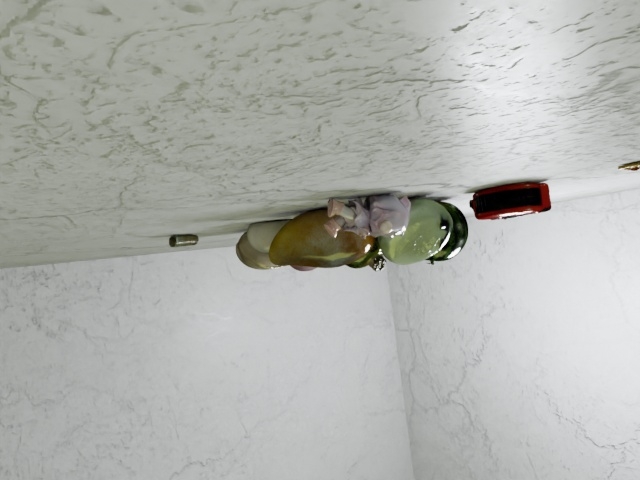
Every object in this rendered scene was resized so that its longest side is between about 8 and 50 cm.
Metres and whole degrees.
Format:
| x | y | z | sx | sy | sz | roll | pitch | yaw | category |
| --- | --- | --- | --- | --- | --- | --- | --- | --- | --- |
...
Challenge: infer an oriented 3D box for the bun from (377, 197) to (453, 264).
| x | y | z | sx | sy | sz | roll | pitch | yaw | category |
| --- | --- | --- | --- | --- | --- | --- | --- | --- | --- |
| 0.326 | -0.052 | 1.556 | 0.282 | 0.179 | 0.283 | -10 | 137 | -9 | bun |

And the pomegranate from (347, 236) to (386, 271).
| x | y | z | sx | sy | sz | roll | pitch | yaw | category |
| --- | --- | --- | --- | --- | --- | --- | --- | --- | --- |
| 0.163 | 0.001 | 1.696 | 0.254 | 0.271 | 0.254 | -33 | 157 | -16 | pomegranate |

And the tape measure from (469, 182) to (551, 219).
| x | y | z | sx | sy | sz | roll | pitch | yaw | category |
| --- | --- | --- | --- | --- | --- | --- | --- | --- | --- |
| 0.675 | -0.135 | 1.569 | 0.260 | 0.114 | 0.253 | -6 | 177 | -32 | tape measure |

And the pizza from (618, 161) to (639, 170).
| x | y | z | sx | sy | sz | roll | pitch | yaw | category |
| --- | --- | --- | --- | --- | --- | --- | --- | --- | --- |
| 0.968 | -0.225 | 1.321 | 0.078 | 0.025 | 0.083 | -3 | 175 | -37 | pizza |

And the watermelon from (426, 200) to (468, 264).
| x | y | z | sx | sy | sz | roll | pitch | yaw | category |
| --- | --- | --- | --- | --- | --- | --- | --- | --- | --- |
| 0.467 | -0.035 | 1.761 | 0.268 | 0.269 | 0.269 | -7 | 178 | 0 | watermelon |

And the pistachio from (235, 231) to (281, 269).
| x | y | z | sx | sy | sz | roll | pitch | yaw | category |
| --- | --- | --- | --- | --- | --- | --- | --- | --- | --- |
| -0.244 | 0.043 | 2.040 | 0.331 | 0.226 | 0.208 | 8 | 127 | -46 | pistachio |

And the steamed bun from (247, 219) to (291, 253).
| x | y | z | sx | sy | sz | roll | pitch | yaw | category |
| --- | --- | --- | --- | --- | --- | --- | --- | --- | --- |
| -0.183 | -0.012 | 1.759 | 0.227 | 0.131 | 0.177 | -5 | 177 | -8 | steamed bun |

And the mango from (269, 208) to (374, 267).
| x | y | z | sx | sy | sz | roll | pitch | yaw | category |
| --- | --- | --- | --- | --- | --- | --- | --- | --- | --- |
| 0.000 | 0.000 | 1.513 | 0.383 | 0.199 | 0.222 | -15 | 143 | 10 | mango |

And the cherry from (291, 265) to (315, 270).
| x | y | z | sx | sy | sz | roll | pitch | yaw | category |
| --- | --- | --- | --- | --- | --- | --- | --- | --- | --- |
| -0.053 | 0.038 | 1.936 | 0.205 | 0.240 | 0.239 | 15 | -175 | 18 | cherry |

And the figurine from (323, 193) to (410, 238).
| x | y | z | sx | sy | sz | roll | pitch | yaw | category |
| --- | --- | --- | --- | --- | --- | --- | --- | --- | --- |
| 0.146 | -0.072 | 1.296 | 0.275 | 0.133 | 0.200 | -2 | -172 | -19 | figurine |

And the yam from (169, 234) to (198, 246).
| x | y | z | sx | sy | sz | roll | pitch | yaw | category |
| --- | --- | --- | --- | --- | --- | --- | --- | --- | --- |
| -0.574 | 0.000 | 1.813 | 0.054 | 0.054 | 0.132 | -8 | 179 | 27 | yam |
